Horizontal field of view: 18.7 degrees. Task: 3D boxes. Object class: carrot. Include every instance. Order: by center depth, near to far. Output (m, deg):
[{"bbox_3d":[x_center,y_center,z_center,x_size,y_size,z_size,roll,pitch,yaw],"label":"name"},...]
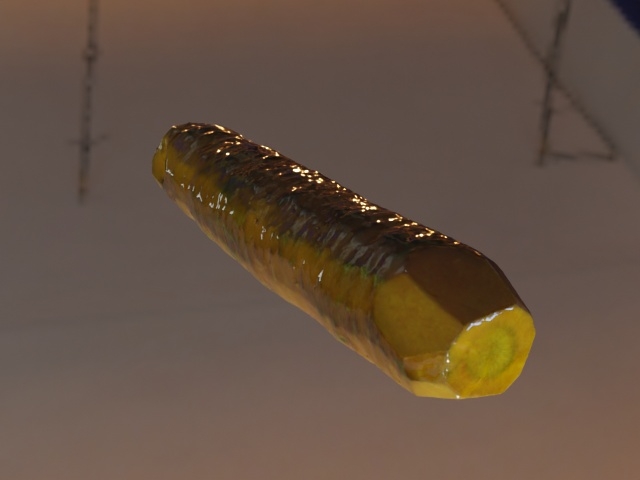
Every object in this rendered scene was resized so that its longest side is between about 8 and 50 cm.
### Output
[{"bbox_3d":[0.000,0.000,0.555,0.042,0.042,0.170,-13,-155,-26],"label":"carrot"}]
